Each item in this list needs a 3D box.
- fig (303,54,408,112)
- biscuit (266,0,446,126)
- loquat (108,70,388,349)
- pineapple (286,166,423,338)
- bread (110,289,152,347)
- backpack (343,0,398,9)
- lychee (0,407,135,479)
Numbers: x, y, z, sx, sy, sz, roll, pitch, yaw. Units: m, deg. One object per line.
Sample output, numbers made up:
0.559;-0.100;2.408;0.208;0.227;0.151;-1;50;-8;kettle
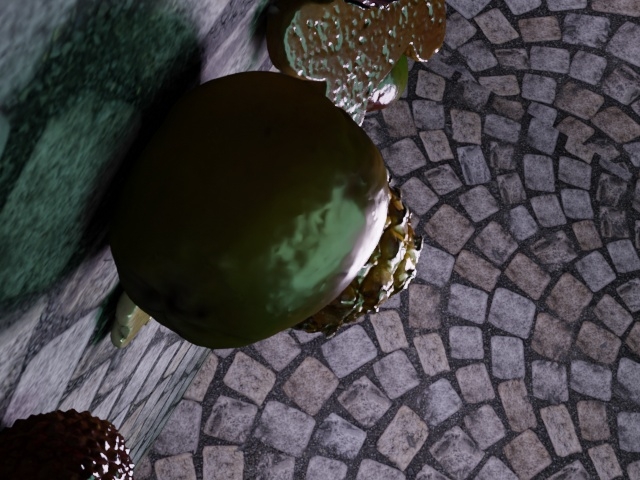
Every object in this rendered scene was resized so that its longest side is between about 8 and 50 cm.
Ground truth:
0.054;-0.295;1.047;0.181;0.180;0.191;-58;153;-48;fig
0.097;-0.348;0.885;0.432;0.064;0.283;-52;146;-11;biscuit
-0.070;-0.026;0.668;0.284;0.276;0.276;-55;177;-29;loquat
0.002;0.000;1.146;0.352;0.300;0.352;-27;-174;3;pineapple
-0.216;0.031;0.906;0.251;0.038;0.182;-58;177;-42;bread
0.101;-0.357;0.565;0.283;0.197;0.317;-17;147;-56;backpack
-0.298;0.273;0.674;0.188;0.188;0.188;-59;179;-2;lychee
